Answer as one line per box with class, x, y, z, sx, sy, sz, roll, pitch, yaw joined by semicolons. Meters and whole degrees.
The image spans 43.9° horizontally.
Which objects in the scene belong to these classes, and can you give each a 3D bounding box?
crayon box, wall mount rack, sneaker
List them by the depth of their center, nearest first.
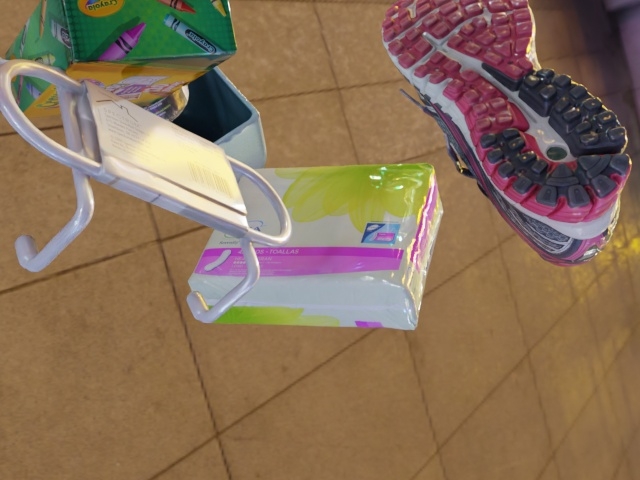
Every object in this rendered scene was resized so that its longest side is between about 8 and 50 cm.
sneaker;0.136;-0.106;0.646;0.112;0.120;0.299;67;3;-53
wall mount rack;-0.198;-0.080;0.791;0.350;0.130;0.304;25;33;-47
crayon box;-0.225;-0.200;0.851;0.165;0.278;0.081;-12;93;-30

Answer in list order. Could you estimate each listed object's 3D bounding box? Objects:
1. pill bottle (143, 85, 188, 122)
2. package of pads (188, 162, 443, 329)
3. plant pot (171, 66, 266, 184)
pill bottle;-0.288;-0.285;1.158;0.246;0.130;0.131;75;24;-55
package of pads;0.000;0.000;1.040;0.229;0.296;0.101;-69;150;-42
plant pot;-0.269;-0.212;1.813;0.247;0.247;0.252;50;-11;30
